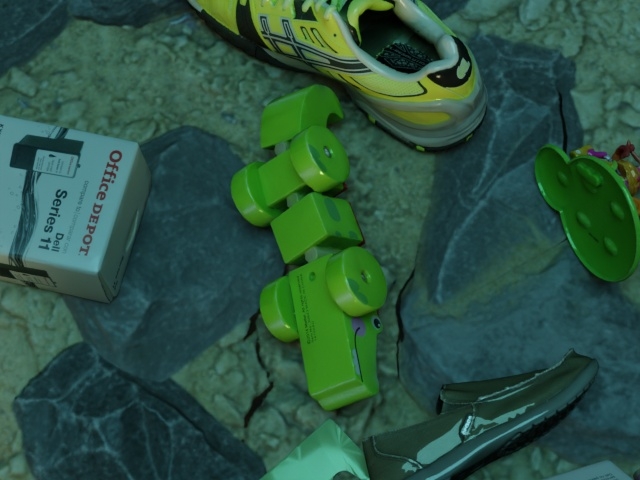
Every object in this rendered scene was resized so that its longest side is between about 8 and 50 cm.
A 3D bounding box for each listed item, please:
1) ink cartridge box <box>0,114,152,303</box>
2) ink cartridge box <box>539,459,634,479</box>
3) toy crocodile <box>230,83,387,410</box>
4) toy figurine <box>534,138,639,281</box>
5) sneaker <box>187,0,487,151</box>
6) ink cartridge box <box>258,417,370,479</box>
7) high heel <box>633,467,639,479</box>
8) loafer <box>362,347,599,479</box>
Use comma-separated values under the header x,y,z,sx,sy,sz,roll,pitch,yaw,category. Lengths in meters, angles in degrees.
x,y,z,sx,sy,sz,roll,pitch,yaw,category
-0.292,-0.037,1.314,0.208,0.087,0.153,11,68,5,ink cartridge box
0.234,0.313,1.034,0.201,0.117,0.278,-11,27,-25,ink cartridge box
0.000,0.000,1.289,0.115,0.105,0.340,-30,63,34,toy crocodile
0.329,-0.055,1.312,0.159,0.130,0.173,-18,42,-21,toy figurine
0.012,-0.246,1.363,0.385,0.147,0.145,29,73,14,sneaker
-0.023,0.291,1.187,0.235,0.056,0.171,-41,72,-13,ink cartridge box
0.414,0.236,1.177,0.244,0.082,0.117,-13,59,1,high heel
0.147,0.162,1.214,0.251,0.094,0.087,-28,69,-13,loafer
